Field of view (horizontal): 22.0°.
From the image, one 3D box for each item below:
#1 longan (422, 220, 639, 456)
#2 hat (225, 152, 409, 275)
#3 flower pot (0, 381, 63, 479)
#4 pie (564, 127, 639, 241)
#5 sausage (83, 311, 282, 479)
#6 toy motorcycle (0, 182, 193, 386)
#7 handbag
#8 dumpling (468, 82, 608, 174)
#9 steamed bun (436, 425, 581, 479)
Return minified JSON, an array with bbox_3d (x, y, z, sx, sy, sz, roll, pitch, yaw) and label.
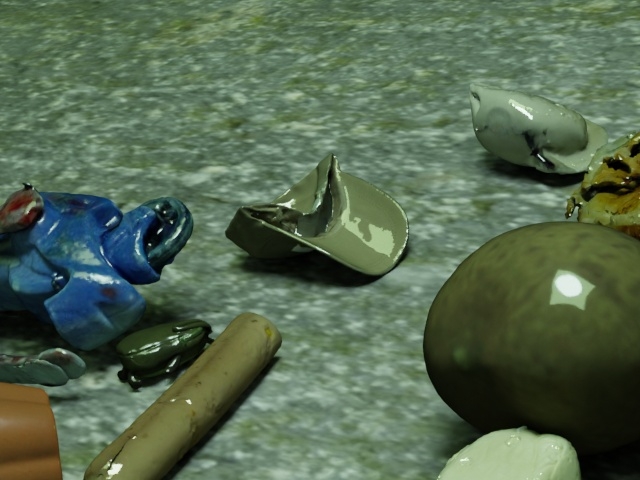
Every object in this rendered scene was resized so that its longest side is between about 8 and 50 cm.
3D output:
[{"bbox_3d":[0.210,0.089,1.453,0.246,0.246,0.215,-11,69,2],"label":"longan"},{"bbox_3d":[0.000,0.000,1.915,0.166,0.144,0.173,-31,76,-38],"label":"hat"},{"bbox_3d":[-0.327,0.213,1.501,0.173,0.191,0.190,-4,23,-16],"label":"flower pot"},{"bbox_3d":[0.418,-0.064,1.817,0.308,0.086,0.308,-11,25,5],"label":"pie"},{"bbox_3d":[-0.132,0.165,1.620,0.065,0.066,0.301,4,32,29],"label":"sausage"},{"bbox_3d":[-0.294,0.057,1.836,0.319,0.241,0.182,0,-12,35],"label":"toy motorcycle"},{"bbox_3d":[-0.163,0.114,1.750,0.111,0.047,0.072,-23,23,-22],"label":"handbag"},{"bbox_3d":[0.266,-0.138,2.022,0.150,0.093,0.176,-6,15,-42],"label":"dumpling"},{"bbox_3d":[0.158,0.220,1.350,0.112,0.091,0.130,6,34,41],"label":"steamed bun"}]
